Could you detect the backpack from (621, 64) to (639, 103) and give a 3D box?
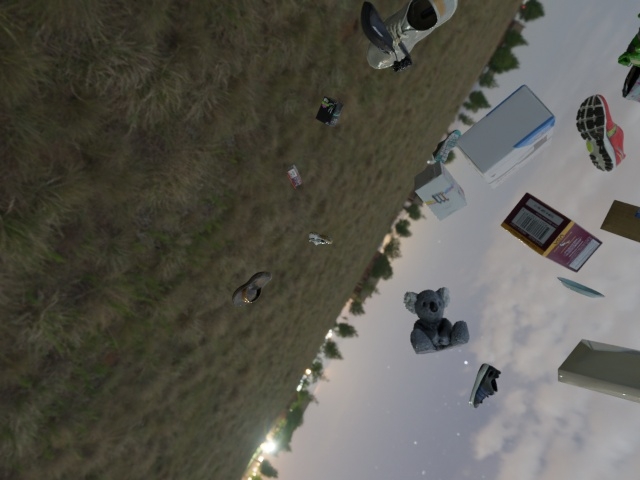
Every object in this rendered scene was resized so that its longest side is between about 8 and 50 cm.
[{"bbox_3d":[1.101,-0.556,1.480,0.152,0.115,0.182,-39,147,-43],"label":"backpack"}]

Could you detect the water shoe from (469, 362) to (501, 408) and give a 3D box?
[{"bbox_3d":[0.609,0.554,1.627,0.072,0.080,0.203,-26,128,-48],"label":"water shoe"}]

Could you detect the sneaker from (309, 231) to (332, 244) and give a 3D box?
[{"bbox_3d":[0.000,0.000,1.429,0.032,0.083,0.037,-27,134,-57],"label":"sneaker"}]

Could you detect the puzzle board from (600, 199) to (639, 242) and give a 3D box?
[{"bbox_3d":[0.910,-0.056,1.298,0.128,0.011,0.097,38,-68,54],"label":"puzzle board"}]

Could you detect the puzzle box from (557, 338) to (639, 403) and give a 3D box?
[{"bbox_3d":[1.049,0.445,1.457,0.272,0.408,0.052,-18,106,-41],"label":"puzzle box"}]

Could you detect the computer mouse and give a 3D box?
[{"bbox_3d":[0.209,-0.672,1.472,0.060,0.262,0.184,-35,-159,3],"label":"computer mouse"}]

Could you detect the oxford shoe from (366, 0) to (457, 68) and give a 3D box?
[{"bbox_3d":[0.318,-0.809,1.700,0.130,0.169,0.449,-41,-166,-33],"label":"oxford shoe"}]

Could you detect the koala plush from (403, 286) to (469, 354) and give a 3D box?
[{"bbox_3d":[0.388,0.275,1.544,0.203,0.196,0.222,74,5,-69],"label":"koala plush"}]

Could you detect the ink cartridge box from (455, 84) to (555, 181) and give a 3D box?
[{"bbox_3d":[0.541,-0.283,1.280,0.223,0.129,0.307,-41,162,19],"label":"ink cartridge box"}]

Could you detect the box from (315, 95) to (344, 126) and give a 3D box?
[{"bbox_3d":[0.032,-0.450,1.539,0.052,0.062,0.083,-19,139,-59],"label":"box"}]

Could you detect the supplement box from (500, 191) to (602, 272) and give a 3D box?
[{"bbox_3d":[0.450,-0.012,0.852,0.188,0.104,0.081,16,115,-42],"label":"supplement box"}]

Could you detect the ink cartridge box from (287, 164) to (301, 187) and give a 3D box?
[{"bbox_3d":[-0.094,-0.234,1.606,0.029,0.063,0.115,-27,-160,7],"label":"ink cartridge box"}]

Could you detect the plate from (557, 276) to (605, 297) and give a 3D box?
[{"bbox_3d":[1.074,0.200,1.823,0.188,0.188,0.024,-33,144,-74],"label":"plate"}]

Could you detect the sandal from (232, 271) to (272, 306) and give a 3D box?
[{"bbox_3d":[-0.243,0.187,1.583,0.089,0.060,0.219,11,139,-46],"label":"sandal"}]

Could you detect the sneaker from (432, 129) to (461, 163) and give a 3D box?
[{"bbox_3d":[0.543,-0.418,1.920,0.167,0.064,0.076,-54,-150,27],"label":"sneaker"}]

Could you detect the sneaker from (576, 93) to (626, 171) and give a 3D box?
[{"bbox_3d":[0.976,-0.378,1.516,0.118,0.279,0.107,-33,-158,-13],"label":"sneaker"}]

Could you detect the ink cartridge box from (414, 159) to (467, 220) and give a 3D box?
[{"bbox_3d":[0.471,-0.197,1.738,0.127,0.176,0.128,-33,-157,28],"label":"ink cartridge box"}]

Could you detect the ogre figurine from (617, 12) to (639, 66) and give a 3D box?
[{"bbox_3d":[0.730,-0.456,0.955,0.197,0.096,0.118,-2,118,-61],"label":"ogre figurine"}]
